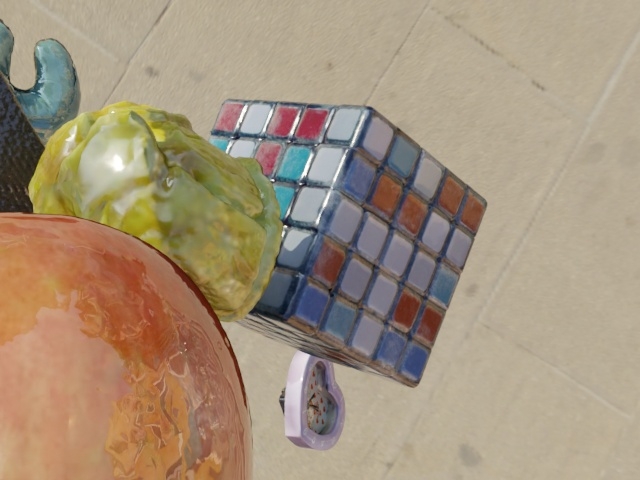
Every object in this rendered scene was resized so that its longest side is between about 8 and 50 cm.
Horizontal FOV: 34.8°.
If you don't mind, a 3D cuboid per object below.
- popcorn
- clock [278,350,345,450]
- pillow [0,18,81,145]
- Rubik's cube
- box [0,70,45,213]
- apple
[{"bbox_3d":[-0.184,-0.006,1.031,0.225,0.277,0.276,15,85,-54],"label":"popcorn"},{"bbox_3d":[-0.025,0.293,1.817,0.172,0.064,0.198,-52,132,-50],"label":"clock"},{"bbox_3d":[-0.531,-0.278,1.832,0.233,0.086,0.214,11,81,-45],"label":"pillow"},{"bbox_3d":[0.000,0.000,1.371,0.293,0.287,0.291,33,75,-42],"label":"Rubik's cube"},{"bbox_3d":[-0.521,-0.150,1.522,0.143,0.184,0.273,-39,121,-25],"label":"box"},{"bbox_3d":[-0.218,0.162,0.578,0.364,0.364,0.363,0,90,-14],"label":"apple"}]
